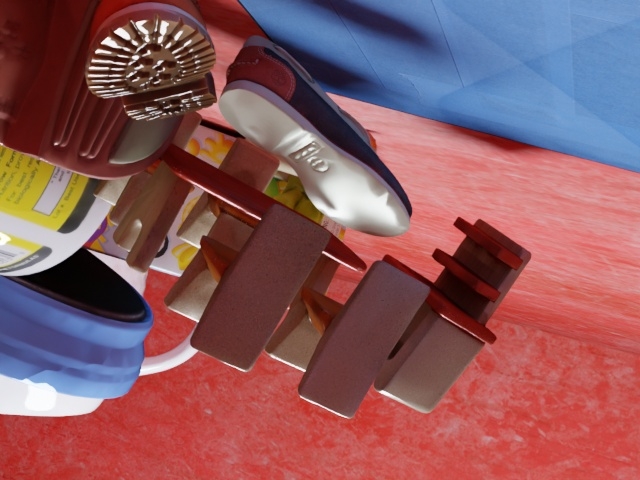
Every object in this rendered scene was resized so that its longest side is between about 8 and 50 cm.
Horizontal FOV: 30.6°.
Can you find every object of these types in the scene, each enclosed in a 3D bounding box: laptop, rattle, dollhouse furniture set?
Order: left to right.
[{"bbox_3d":[-0.019,-0.025,0.993,0.130,0.143,0.199,38,174,-19],"label":"rattle"},{"bbox_3d":[0.000,0.000,0.781,0.259,0.135,0.262,29,-173,-30],"label":"dollhouse furniture set"},{"bbox_3d":[0.114,0.019,0.552,0.236,0.408,0.382,-19,168,10],"label":"laptop"}]

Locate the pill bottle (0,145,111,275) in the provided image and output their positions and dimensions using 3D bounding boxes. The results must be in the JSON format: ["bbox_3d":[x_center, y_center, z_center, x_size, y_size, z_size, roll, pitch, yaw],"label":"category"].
[{"bbox_3d":[-0.299,-0.097,0.786,0.187,0.188,0.334,13,174,30],"label":"pill bottle"}]

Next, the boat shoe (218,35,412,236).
[{"bbox_3d":[0.003,-0.052,0.620,0.049,0.043,0.137,-24,128,40],"label":"boat shoe"}]

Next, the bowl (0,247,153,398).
[{"bbox_3d":[-0.330,0.013,1.101,0.391,0.077,0.391,31,-177,-2],"label":"bowl"}]

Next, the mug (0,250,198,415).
[{"bbox_3d":[-0.317,0.058,1.527,0.374,0.328,0.276,5,178,-7],"label":"mug"}]

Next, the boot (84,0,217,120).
[{"bbox_3d":[-0.084,-0.110,0.554,0.059,0.085,0.158,-10,179,-4],"label":"boot"}]

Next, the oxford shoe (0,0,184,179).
[{"bbox_3d":[-0.226,-0.126,0.571,0.146,0.141,0.397,22,176,29],"label":"oxford shoe"}]

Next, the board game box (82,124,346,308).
[{"bbox_3d":[-0.127,-0.035,1.139,0.275,0.142,0.144,18,176,-22],"label":"board game box"}]
